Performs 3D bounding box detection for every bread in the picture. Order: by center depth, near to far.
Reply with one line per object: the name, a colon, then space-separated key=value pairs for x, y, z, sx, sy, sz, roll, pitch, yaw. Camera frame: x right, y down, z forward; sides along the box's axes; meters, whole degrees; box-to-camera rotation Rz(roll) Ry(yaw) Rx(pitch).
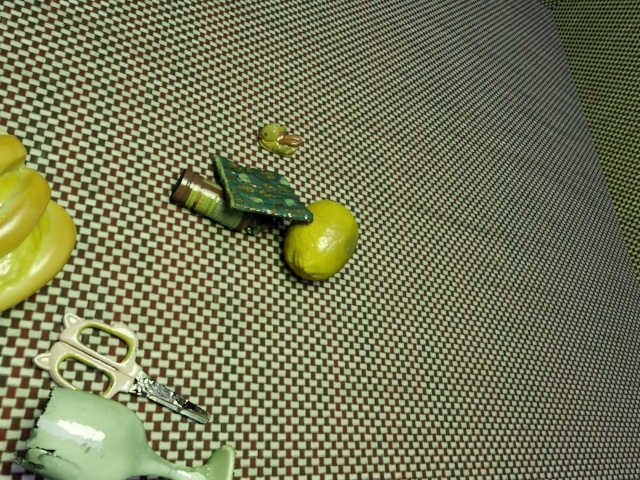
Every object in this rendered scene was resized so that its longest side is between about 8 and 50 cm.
bread: x=-0.533 y=-0.014 z=0.726 sx=0.315 sy=0.211 sz=0.270 roll=-37 pitch=107 yaw=-37

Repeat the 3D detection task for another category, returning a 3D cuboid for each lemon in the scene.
lemon: x=0.000 y=0.000 z=1.143 sx=0.170 sy=0.170 sz=0.207 roll=42 pitch=57 yaw=-11

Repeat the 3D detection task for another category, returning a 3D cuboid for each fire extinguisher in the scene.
fire extinguisher: x=-0.192 y=-0.083 z=1.101 sx=0.252 sy=0.075 sz=0.106 roll=26 pitch=65 yaw=-22

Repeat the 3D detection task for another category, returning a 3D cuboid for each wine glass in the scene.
wine glass: x=-0.295 y=0.337 z=0.785 sx=0.321 sy=0.143 sz=0.143 roll=32 pitch=53 yaw=-18

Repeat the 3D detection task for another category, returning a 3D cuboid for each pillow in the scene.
pillow: x=-0.131 y=-0.112 z=1.105 sx=0.188 sy=0.034 sz=0.256 roll=12 pitch=24 yaw=-28

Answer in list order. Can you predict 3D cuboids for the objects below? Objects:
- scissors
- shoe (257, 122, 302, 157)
scissors: x=-0.328 y=0.244 z=0.881 sx=0.317 sy=0.024 sz=0.160 roll=34 pitch=52 yaw=-17
shoe: x=-0.101 y=-0.257 z=1.261 sx=0.109 sy=0.069 sz=0.072 roll=38 pitch=45 yaw=-21
